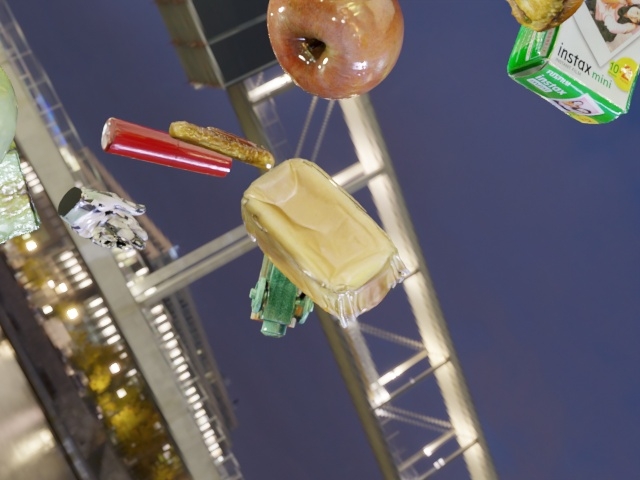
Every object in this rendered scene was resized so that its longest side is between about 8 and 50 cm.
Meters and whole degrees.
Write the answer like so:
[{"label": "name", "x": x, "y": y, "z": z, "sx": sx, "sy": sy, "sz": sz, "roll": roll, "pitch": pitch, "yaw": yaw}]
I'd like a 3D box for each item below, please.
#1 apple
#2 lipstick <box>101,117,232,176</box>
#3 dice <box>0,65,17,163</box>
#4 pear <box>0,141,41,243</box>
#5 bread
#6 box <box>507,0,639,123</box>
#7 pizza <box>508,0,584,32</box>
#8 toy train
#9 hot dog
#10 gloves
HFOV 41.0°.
[{"label": "apple", "x": 0.031, "y": -0.383, "z": 1.526, "sx": 0.253, "sy": 0.254, "sz": 0.253, "roll": 50, "pitch": -22, "yaw": 28}, {"label": "lipstick", "x": -0.318, "y": -0.190, "z": 1.786, "sx": 0.073, "sy": 0.280, "sz": 0.073, "roll": -18, "pitch": -114, "yaw": 49}, {"label": "dice", "x": -0.621, "y": -0.186, "z": 1.246, "sx": 0.250, "sy": 0.254, "sz": 0.252, "roll": 45, "pitch": -67, "yaw": 14}, {"label": "pear", "x": -0.664, "y": -0.150, "z": 1.595, "sx": 0.281, "sy": 0.176, "sz": 0.286, "roll": 57, "pitch": -23, "yaw": 27}, {"label": "bread", "x": 0.000, "y": 0.000, "z": 1.214, "sx": 0.241, "sy": 0.136, "sz": 0.107, "roll": 44, "pitch": -17, "yaw": 27}, {"label": "box", "x": 0.398, "y": -0.315, "z": 1.271, "sx": 0.180, "sy": 0.250, "sz": 0.103, "roll": 24, "pitch": -10, "yaw": -21}, {"label": "pizza", "x": 0.257, "y": -0.387, "z": 1.117, "sx": 0.287, "sy": 0.074, "sz": 0.251, "roll": 47, "pitch": -9, "yaw": 35}, {"label": "toy train", "x": -0.060, "y": 0.035, "z": 1.558, "sx": 0.177, "sy": 0.116, "sz": 0.285, "roll": 146, "pitch": -45, "yaw": -79}, {"label": "hot dog", "x": -0.187, "y": -0.186, "z": 1.645, "sx": 0.066, "sy": 0.216, "sz": 0.047, "roll": 15, "pitch": -92, "yaw": 68}, {"label": "gloves", "x": -0.491, "y": -0.048, "z": 1.977, "sx": 0.111, "sy": 0.127, "sz": 0.212, "roll": 13, "pitch": -14, "yaw": 39}]
